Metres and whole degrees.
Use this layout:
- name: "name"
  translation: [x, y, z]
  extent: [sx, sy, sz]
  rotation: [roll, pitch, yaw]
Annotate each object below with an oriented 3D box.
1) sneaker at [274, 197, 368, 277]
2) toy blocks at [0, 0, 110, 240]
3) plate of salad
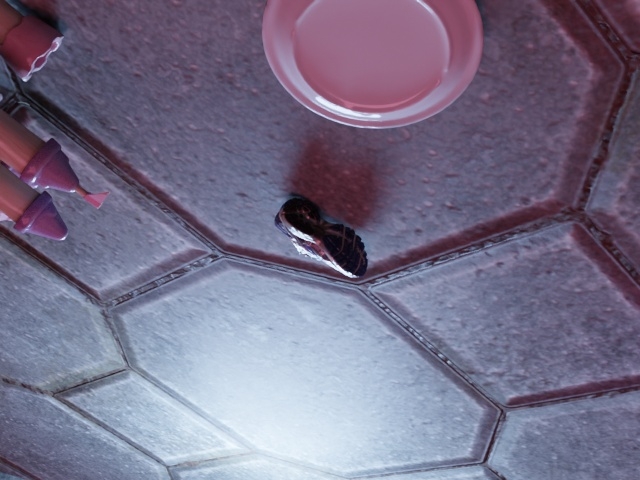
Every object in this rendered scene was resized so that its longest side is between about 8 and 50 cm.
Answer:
- name: "sneaker"
  translation: [0.000, 0.000, 1.010]
  extent: [0.135, 0.052, 0.058]
  rotation: [40, 150, -13]
- name: "toy blocks"
  translation: [-0.395, -0.063, 0.890]
  extent: [0.260, 0.309, 0.289]
  rotation: [40, 140, -15]
- name: "plate of salad"
  translation: [0.047, -0.184, 0.744]
  extent: [0.200, 0.048, 0.199]
  rotation: [5, 139, 4]
